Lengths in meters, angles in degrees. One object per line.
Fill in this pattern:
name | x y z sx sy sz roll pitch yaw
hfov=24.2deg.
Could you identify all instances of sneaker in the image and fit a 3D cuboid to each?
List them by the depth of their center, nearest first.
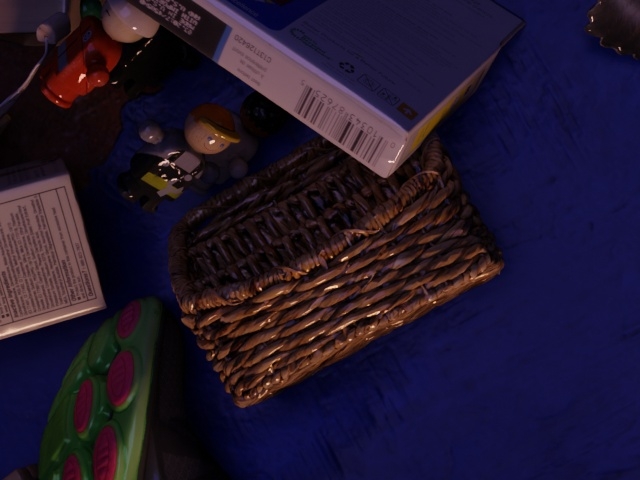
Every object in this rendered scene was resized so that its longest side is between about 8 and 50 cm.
sneaker | -0.151 0.293 1.500 0.185 0.202 0.483 -27 65 40

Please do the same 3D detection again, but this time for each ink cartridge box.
ink cartridge box | 0.012 -0.220 1.450 0.303 0.307 0.072 34 124 10

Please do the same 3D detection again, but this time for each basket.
basket | 0.000 0.000 1.451 0.299 0.213 0.223 -28 84 7

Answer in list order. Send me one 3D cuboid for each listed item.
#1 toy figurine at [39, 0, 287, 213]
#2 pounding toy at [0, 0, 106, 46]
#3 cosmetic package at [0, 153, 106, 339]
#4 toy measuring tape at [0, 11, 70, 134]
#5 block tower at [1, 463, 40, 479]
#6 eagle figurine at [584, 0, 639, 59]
toy figurine | -0.145 -0.149 1.483 0.148 0.213 0.209 -40 81 22
pounding toy | -0.272 -0.259 1.563 0.141 0.130 0.100 1 91 17
cosmetic package | -0.380 0.028 1.501 0.296 0.129 0.153 -15 105 -11
toy measuring tape | -0.381 -0.142 1.540 0.121 0.121 0.330 49 124 9
block tower | -0.251 0.399 1.539 0.097 0.091 0.335 -38 81 7
eagle figurine | 0.393 -0.332 1.435 0.298 0.225 0.226 -17 39 38
